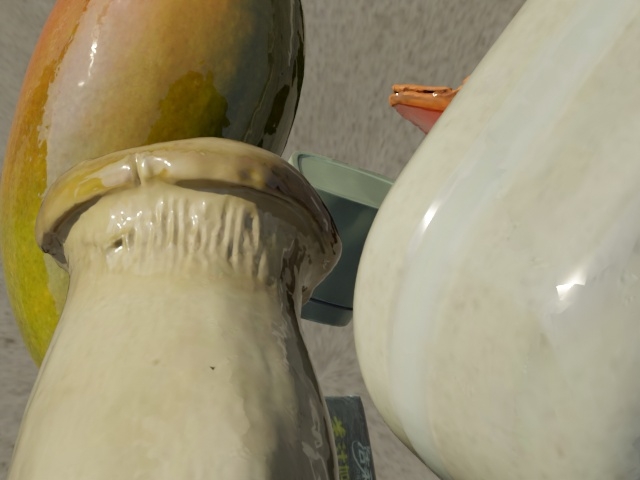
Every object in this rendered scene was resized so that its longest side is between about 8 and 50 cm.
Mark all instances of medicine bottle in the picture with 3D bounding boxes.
[{"bbox_3d":[0.183,0.040,0.491,0.282,0.123,0.375,-51,132,-7],"label":"medicine bottle"}]

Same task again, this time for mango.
[{"bbox_3d":[-0.097,-0.051,0.847,0.146,0.129,0.289,27,76,-21],"label":"mango"}]

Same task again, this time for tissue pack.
[{"bbox_3d":[-0.029,0.274,1.807,0.081,0.257,0.185,-14,77,32],"label":"tissue pack"}]

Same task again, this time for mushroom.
[{"bbox_3d":[-0.056,0.134,0.557,0.137,0.154,0.407,-6,57,6],"label":"mushroom"}]

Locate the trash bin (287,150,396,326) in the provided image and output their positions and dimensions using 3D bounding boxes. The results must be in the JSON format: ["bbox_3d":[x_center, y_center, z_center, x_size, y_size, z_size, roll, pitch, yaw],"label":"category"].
[{"bbox_3d":[0.000,0.000,1.321,0.116,0.059,0.130,16,123,-21],"label":"trash bin"}]

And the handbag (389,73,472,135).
[{"bbox_3d":[0.294,-0.119,1.463,0.410,0.303,0.116,-15,79,12],"label":"handbag"}]
